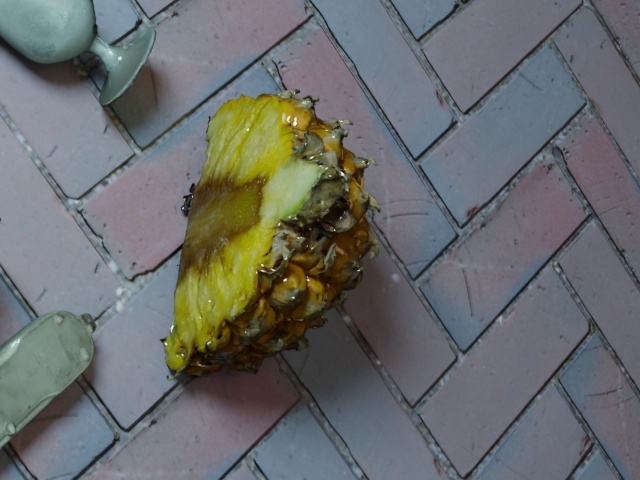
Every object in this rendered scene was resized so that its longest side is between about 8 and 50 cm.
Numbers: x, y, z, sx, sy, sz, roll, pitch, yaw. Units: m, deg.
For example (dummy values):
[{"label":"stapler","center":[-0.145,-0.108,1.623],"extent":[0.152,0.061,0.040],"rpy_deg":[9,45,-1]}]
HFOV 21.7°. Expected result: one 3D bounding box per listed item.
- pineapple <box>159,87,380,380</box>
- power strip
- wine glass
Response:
[{"label":"pineapple","center":[0.002,-0.001,1.788],"extent":[0.209,0.286,0.344],"rpy_deg":[23,66,-31]},{"label":"power strip","center":[-0.326,0.160,1.643],"extent":[0.286,0.048,0.080],"rpy_deg":[-44,107,-37]},{"label":"wine glass","center":[-0.293,-0.241,1.744],"extent":[0.231,0.103,0.103],"rpy_deg":[32,60,-22]}]
